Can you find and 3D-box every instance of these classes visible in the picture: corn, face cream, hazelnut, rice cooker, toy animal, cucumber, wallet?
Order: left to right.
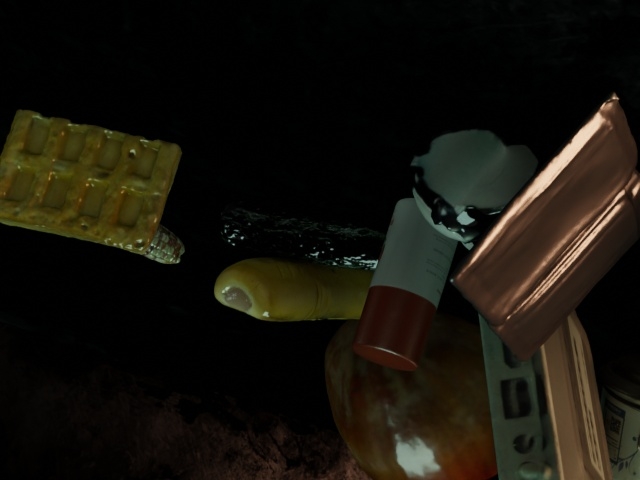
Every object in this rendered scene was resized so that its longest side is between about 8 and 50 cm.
[{"bbox_3d":[-0.334,-0.021,1.963,0.237,0.079,0.079,31,158,-35],"label":"corn"},{"bbox_3d":[0.000,0.000,1.706,0.304,0.072,0.081,12,160,18],"label":"cucumber"},{"bbox_3d":[0.117,0.058,1.534,0.096,0.214,0.096,17,162,6],"label":"face cream"},{"bbox_3d":[0.179,0.267,1.954,0.366,0.365,0.366,17,162,6],"label":"hazelnut"},{"bbox_3d":[0.198,-0.037,1.278,0.138,0.166,0.179,-37,137,13],"label":"toy animal"},{"bbox_3d":[0.261,0.001,1.229,0.041,0.247,0.323,40,178,29],"label":"wallet"},{"bbox_3d":[0.534,0.293,1.709,0.264,0.316,0.316,13,161,30],"label":"rice cooker"}]

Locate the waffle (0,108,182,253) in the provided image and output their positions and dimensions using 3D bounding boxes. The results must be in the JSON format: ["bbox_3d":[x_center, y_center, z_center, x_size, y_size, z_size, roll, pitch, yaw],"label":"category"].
[{"bbox_3d":[-0.343,-0.083,1.651,0.274,0.168,0.057,12,167,14],"label":"waffle"}]

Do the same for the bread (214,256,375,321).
[{"bbox_3d":[-0.021,0.073,1.777,0.142,0.091,0.305,22,-167,40],"label":"bread"}]

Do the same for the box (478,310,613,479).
[{"bbox_3d":[0.305,0.220,1.537,0.111,0.395,0.396,-13,152,17],"label":"box"}]
